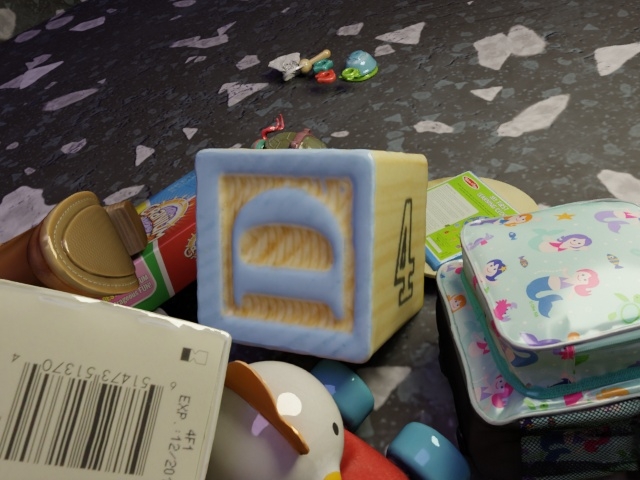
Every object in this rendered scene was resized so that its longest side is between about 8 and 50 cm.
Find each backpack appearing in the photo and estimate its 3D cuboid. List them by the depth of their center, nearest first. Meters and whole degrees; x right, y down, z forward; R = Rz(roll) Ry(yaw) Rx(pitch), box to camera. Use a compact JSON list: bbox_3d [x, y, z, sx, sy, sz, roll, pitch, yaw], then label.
[{"bbox_3d":[0.241,0.078,0.489,0.254,0.191,0.225,-5,35,4],"label":"backpack"}]

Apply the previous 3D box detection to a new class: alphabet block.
[{"bbox_3d":[0.000,0.000,0.594,0.192,0.193,0.197,6,9,23],"label":"alphabet block"}]

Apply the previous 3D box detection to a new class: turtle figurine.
[{"bbox_3d":[-0.027,-0.107,0.835,0.234,0.118,0.175,13,51,23],"label":"turtle figurine"}]

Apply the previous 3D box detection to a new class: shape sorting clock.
[{"bbox_3d":[0.178,-0.021,0.716,0.206,0.040,0.206,-12,39,10],"label":"shape sorting clock"}]

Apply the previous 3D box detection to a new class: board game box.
[{"bbox_3d":[-0.226,0.002,0.771,0.316,0.064,0.242,-38,27,-20],"label":"board game box"}]

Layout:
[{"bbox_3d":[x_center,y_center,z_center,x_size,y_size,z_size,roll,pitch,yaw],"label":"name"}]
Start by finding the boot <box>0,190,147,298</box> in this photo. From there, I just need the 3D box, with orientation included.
[{"bbox_3d":[-0.305,0.032,0.561,0.220,0.109,0.283,-24,17,-6],"label":"boot"}]

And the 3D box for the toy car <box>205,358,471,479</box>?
[{"bbox_3d":[-0.017,0.178,0.425,0.210,0.238,0.219,30,61,33],"label":"toy car"}]

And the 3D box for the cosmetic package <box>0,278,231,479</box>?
[{"bbox_3d":[-0.189,0.127,0.428,0.153,0.296,0.129,16,71,-20],"label":"cosmetic package"}]

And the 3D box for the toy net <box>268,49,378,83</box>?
[{"bbox_3d":[-0.006,-0.339,1.118,0.232,0.045,0.122,6,50,28],"label":"toy net"}]

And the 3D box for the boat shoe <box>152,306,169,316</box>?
[{"bbox_3d":[-0.164,0.160,0.621,0.069,0.081,0.228,-32,46,-19],"label":"boat shoe"}]
